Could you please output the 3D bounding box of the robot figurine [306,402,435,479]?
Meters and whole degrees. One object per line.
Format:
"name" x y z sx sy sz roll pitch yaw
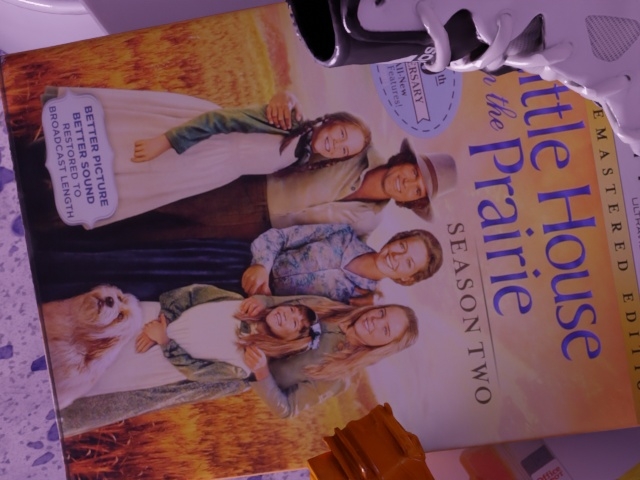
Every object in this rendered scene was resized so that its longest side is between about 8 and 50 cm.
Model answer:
"robot figurine" 0.071 0.246 1.250 0.211 0.085 0.291 51 161 42

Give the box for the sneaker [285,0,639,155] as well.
"sneaker" 0.121 -0.114 1.091 0.447 0.257 0.169 65 168 -22

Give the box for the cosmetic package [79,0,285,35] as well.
"cosmetic package" -0.042 -0.126 1.445 0.385 0.156 0.217 54 -179 2

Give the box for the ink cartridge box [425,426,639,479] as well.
"ink cartridge box" 0.230 0.201 1.349 0.384 0.279 0.160 55 167 28

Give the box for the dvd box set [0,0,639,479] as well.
"dvd box set" 0.014 -0.007 1.286 0.062 0.420 0.307 -16 -83 -75

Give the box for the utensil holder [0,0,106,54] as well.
"utensil holder" -0.259 -0.354 2.047 0.327 0.327 0.385 60 171 2
